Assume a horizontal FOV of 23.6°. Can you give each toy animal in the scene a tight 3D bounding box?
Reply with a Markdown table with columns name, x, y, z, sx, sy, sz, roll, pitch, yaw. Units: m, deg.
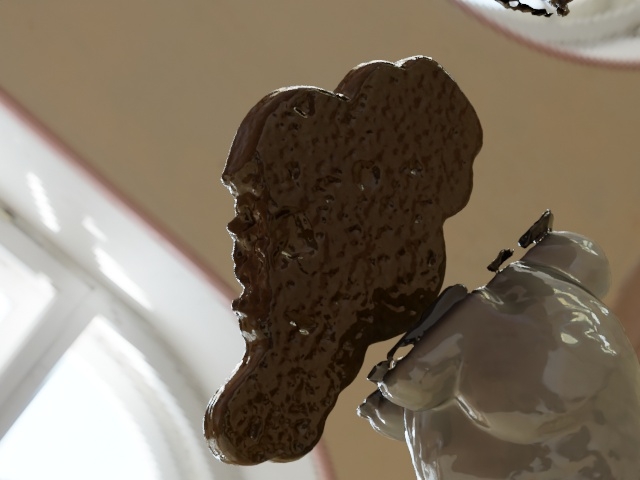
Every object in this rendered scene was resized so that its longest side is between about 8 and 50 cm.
| name | x | y | z | sx | sy | sz | roll | pitch | yaw |
| --- | --- | --- | --- | --- | --- | --- | --- | --- | --- |
| toy animal | 0.200 | 0.176 | 1.072 | 0.258 | 0.357 | 0.194 | -44 | 168 | -4 |

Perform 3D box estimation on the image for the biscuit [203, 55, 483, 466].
| name | x | y | z | sx | sy | sz | roll | pitch | yaw |
| --- | --- | --- | --- | --- | --- | --- | --- | --- | --- |
| biscuit | 0.005 | 0.007 | 1.048 | 0.047 | 0.183 | 0.319 | -11 | -122 | 58 |

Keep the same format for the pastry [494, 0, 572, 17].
| name | x | y | z | sx | sy | sz | roll | pitch | yaw |
| --- | --- | --- | --- | --- | --- | --- | --- | --- | --- |
| pastry | 0.181 | -0.308 | 1.245 | 0.275 | 0.275 | 0.192 | -35 | -116 | 27 |
